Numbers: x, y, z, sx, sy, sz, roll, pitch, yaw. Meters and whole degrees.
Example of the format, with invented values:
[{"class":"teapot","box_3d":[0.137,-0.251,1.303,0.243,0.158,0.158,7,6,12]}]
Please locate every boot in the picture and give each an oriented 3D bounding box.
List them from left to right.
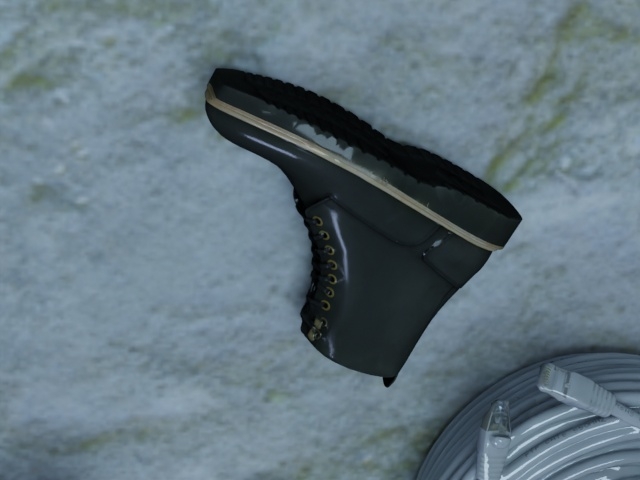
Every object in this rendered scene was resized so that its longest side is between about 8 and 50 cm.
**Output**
[{"class":"boot","box_3d":[0.000,0.000,0.793,0.198,0.077,0.137,27,109,-18]}]

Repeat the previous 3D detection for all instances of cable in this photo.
[{"class":"cable","box_3d":[0.177,0.197,0.891,0.257,0.089,0.257,16,108,-17]}]
